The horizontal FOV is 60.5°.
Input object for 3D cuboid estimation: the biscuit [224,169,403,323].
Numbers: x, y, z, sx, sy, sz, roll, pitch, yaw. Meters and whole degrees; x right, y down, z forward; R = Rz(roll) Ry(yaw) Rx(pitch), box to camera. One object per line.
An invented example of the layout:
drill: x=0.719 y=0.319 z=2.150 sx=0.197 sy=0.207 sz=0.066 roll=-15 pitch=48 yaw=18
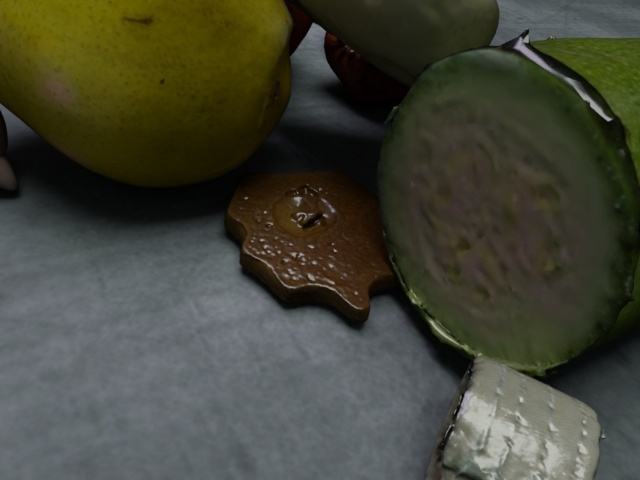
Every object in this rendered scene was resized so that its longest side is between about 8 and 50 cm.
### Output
biscuit: x=0.000 y=0.002 z=0.563 sx=0.182 sy=0.034 sz=0.215 roll=-5 pitch=44 yaw=-21

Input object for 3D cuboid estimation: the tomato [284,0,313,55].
tomato: x=-0.171 y=-0.405 z=0.822 sx=0.340 sy=0.273 sz=0.342 roll=9 pitch=38 yaw=-7

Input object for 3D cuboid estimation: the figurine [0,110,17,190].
figurine: x=-0.369 y=-0.103 z=0.523 sx=0.125 sy=0.125 sz=0.138 roll=-24 pitch=64 yaw=-38

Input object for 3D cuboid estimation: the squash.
squash: x=0.261 y=-0.054 z=0.519 sx=0.384 sy=0.263 sz=0.263 roll=-13 pitch=45 yaw=-34

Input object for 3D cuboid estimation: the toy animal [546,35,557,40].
toy animal: x=0.314 y=-0.309 z=1.010 sx=0.254 sy=0.114 sz=0.117 roll=9 pitch=71 yaw=2

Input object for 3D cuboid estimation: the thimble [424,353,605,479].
thimble: x=0.124 y=0.143 z=0.370 sx=0.090 sy=0.102 sz=0.115 roll=24 pitch=23 yaw=13

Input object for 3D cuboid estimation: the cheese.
cheese: x=0.030 y=-0.279 z=0.569 sx=0.350 sy=0.130 sz=0.328 roll=27 pitch=23 yaw=-14

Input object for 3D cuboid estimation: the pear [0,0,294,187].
pear: x=-0.191 y=-0.200 z=0.545 sx=0.336 sy=0.285 sz=0.285 roll=12 pitch=34 yaw=-34

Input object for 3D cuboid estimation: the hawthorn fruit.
hawthorn fruit: x=0.133 y=-0.318 z=0.872 sx=0.253 sy=0.205 sz=0.205 roll=-12 pitch=44 yaw=-43
